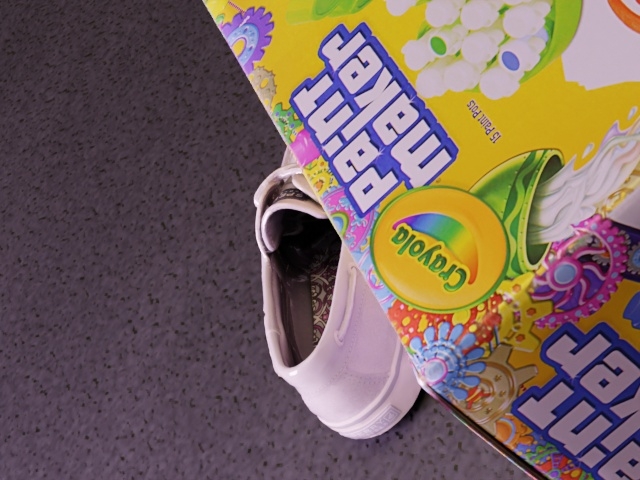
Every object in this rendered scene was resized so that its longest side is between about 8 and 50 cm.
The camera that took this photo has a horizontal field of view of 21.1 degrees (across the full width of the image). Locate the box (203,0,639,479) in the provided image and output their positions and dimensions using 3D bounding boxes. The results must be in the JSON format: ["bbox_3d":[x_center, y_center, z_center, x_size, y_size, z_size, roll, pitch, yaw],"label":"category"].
[{"bbox_3d":[0.132,-0.088,0.578,0.279,0.177,0.290,-43,37,11],"label":"box"}]

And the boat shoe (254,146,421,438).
[{"bbox_3d":[0.000,0.000,0.739,0.066,0.063,0.184,-27,42,29],"label":"boat shoe"}]
